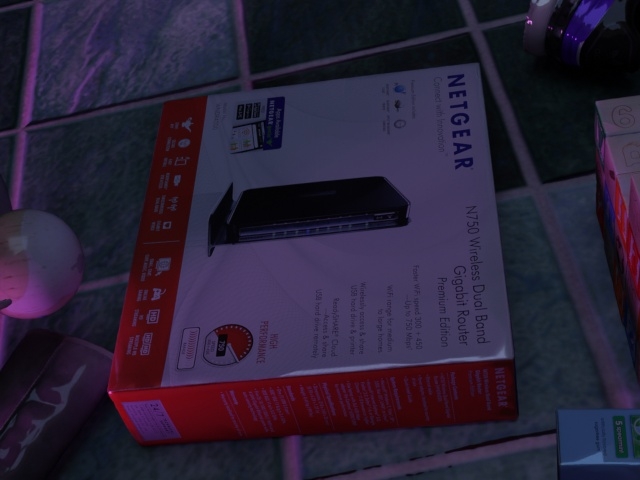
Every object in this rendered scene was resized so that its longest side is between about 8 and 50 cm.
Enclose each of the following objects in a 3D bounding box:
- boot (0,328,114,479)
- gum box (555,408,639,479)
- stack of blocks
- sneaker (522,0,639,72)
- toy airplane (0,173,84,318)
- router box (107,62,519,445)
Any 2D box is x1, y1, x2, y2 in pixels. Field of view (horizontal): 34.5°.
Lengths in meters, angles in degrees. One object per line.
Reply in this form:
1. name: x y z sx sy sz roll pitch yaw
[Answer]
1. boot: -0.216 0.172 0.786 0.190 0.076 0.208 19 49 26
2. gum box: 0.237 0.158 0.619 0.184 0.157 0.041 -2 48 11
3. stack of blocks: 0.263 0.022 0.727 0.087 0.171 0.297 -7 47 8
4. sneaker: 0.333 -0.264 1.030 0.146 0.102 0.293 26 63 27
5. toy airplane: -0.313 -0.022 0.785 0.272 0.384 0.386 10 50 -10
6. router box: 0.000 0.000 0.872 0.301 0.082 0.335 -6 47 8
